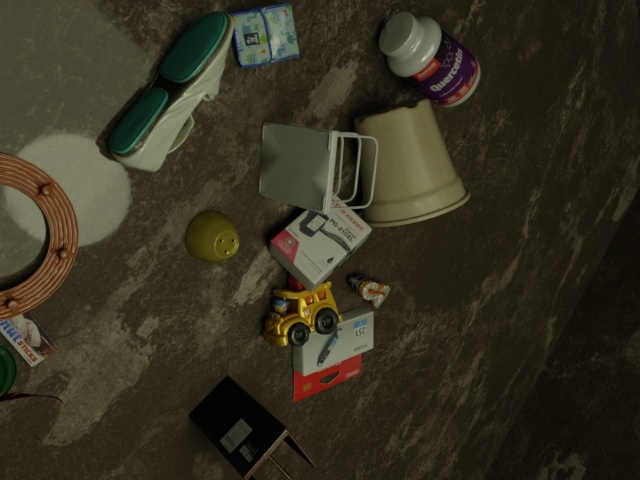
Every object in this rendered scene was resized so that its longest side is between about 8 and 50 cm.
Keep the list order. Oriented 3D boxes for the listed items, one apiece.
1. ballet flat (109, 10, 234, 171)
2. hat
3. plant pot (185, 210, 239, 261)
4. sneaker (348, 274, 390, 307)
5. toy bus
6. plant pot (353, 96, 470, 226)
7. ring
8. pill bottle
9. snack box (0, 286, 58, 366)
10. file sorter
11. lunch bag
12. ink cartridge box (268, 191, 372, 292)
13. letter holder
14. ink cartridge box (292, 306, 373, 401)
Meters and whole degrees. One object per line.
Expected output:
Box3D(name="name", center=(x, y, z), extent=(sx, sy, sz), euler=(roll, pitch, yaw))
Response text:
Box3D(name="ballet flat", center=(-0.310, -0.322, 1.163), extent=(0.139, 0.139, 0.400), euler=(39, 82, -40))
Box3D(name="hat", center=(-0.665, 0.298, 1.013), extent=(0.208, 0.184, 0.173), euler=(-40, 125, -23))
Box3D(name="plant pot", center=(-0.258, -0.001, 1.309), extent=(0.134, 0.095, 0.134), euler=(-12, 111, -36))
Box3D(name="sneaker", center=(0.163, 0.159, 1.719), extent=(0.084, 0.083, 0.215), euler=(-57, 148, -4))
Box3D(name="toy bus", center=(-0.067, 0.180, 1.503), extent=(0.220, 0.149, 0.211), euler=(-19, 102, -31))
Box3D(name="plant pot", center=(0.239, -0.240, 1.525), extent=(0.334, 0.334, 0.305), euler=(-26, 107, -31))
Box3D(name="ring", center=(-0.638, -0.002, 1.009), extent=(0.337, 0.032, 0.336), euler=(-9, 103, -44))
Box3D(name="pill bottle", center=(0.324, -0.540, 1.558), extent=(0.323, 0.182, 0.181), euler=(18, 92, -41))
Box3D(name="snack box", center=(-0.637, 0.186, 1.107), extent=(0.064, 0.022, 0.178), euler=(-36, 124, -24))
Box3D(name="file sorter", center=(-0.008, -0.192, 1.335), extent=(0.173, 0.278, 0.192), euler=(-7, 108, -40))
Box3D(name="lunch bag", center=(-0.138, -0.496, 1.260), extent=(0.151, 0.096, 0.128), euler=(-19, 119, -18))
Box3D(name="ink cartridge box", center=(0.000, 0.000, 1.461), extent=(0.237, 0.172, 0.100), euler=(-42, 170, -21))
Box3D(name="letter holder", center=(-0.179, 0.542, 1.408), extent=(0.152, 0.302, 0.214), euler=(-44, 127, -20))
Box3D(name="ink cartridge box", center=(0.045, 0.377, 1.696), extent=(0.296, 0.066, 0.261), euler=(-13, 111, -36))
